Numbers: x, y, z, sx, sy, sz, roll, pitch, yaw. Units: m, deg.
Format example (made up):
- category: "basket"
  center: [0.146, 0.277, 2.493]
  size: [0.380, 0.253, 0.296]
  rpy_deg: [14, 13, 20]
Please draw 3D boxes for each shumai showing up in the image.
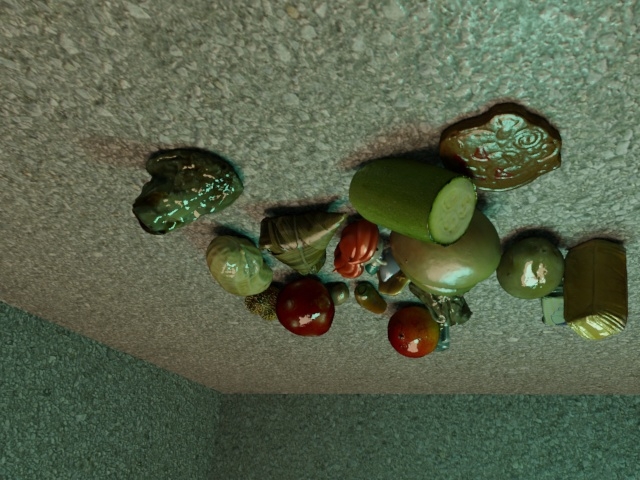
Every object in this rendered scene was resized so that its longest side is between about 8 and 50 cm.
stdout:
- category: "shumai"
  center: [0.407, 0.207, 1.919]
  size: [0.218, 0.185, 0.184]
  rpy_deg: [-1, 152, 15]
- category: "shumai"
  center: [-0.344, -0.101, 1.481]
  size: [0.272, 0.203, 0.222]
  rpy_deg: [-2, 153, 8]

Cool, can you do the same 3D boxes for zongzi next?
- category: "zongzi"
  center: [0.000, 0.000, 1.692]
  size: [0.289, 0.134, 0.286]
  rpy_deg: [-16, 152, 24]

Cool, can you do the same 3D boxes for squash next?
- category: "squash"
  center: [0.223, -0.105, 1.377]
  size: [0.261, 0.189, 0.189]
  rpy_deg: [24, 172, 46]

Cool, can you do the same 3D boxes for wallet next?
- category: "wallet"
  center: [0.889, 0.233, 1.982]
  size: [0.224, 0.077, 0.309]
  rpy_deg: [-2, 154, 24]

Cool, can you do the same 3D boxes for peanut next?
- category: "peanut"
  center: [-0.275, 0.090, 1.888]
  size: [0.158, 0.174, 0.340]
  rpy_deg: [36, 162, 22]
- category: "peanut"
  center: [0.062, 0.212, 2.139]
  size: [0.076, 0.076, 0.152]
  rpy_deg: [13, 150, -12]

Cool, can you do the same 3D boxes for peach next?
- category: "peach"
  center: [-0.052, 0.254, 2.078]
  size: [0.244, 0.199, 0.243]
  rpy_deg: [32, 145, 26]
- category: "peach"
  center: [0.331, 0.018, 1.521]
  size: [0.293, 0.247, 0.292]
  rpy_deg: [28, 170, 6]

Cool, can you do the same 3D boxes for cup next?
- category: "cup"
  center: [0.483, 0.385, 2.312]
  size: [0.095, 0.129, 0.128]
  rpy_deg: [17, 151, -21]

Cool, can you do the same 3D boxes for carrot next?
- category: "carrot"
  center: [0.189, 0.226, 2.121]
  size: [0.087, 0.087, 0.193]
  rpy_deg: [-7, 148, 25]

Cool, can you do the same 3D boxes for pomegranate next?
- category: "pomegranate"
  center: [0.376, 0.353, 2.214]
  size: [0.235, 0.210, 0.210]
  rpy_deg: [-27, 165, -25]

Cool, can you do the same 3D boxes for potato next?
- category: "potato"
  center: [0.619, 0.083, 1.662]
  size: [0.178, 0.160, 0.235]
  rpy_deg: [-12, 139, -4]

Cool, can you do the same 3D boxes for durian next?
- category: "durian"
  center: [-0.208, 0.238, 2.192]
  size: [0.158, 0.136, 0.168]
  rpy_deg: [23, 135, -23]

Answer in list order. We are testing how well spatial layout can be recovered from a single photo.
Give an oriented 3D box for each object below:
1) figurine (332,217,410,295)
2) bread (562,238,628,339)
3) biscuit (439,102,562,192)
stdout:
- category: "figurine"
  center: [0.142, 0.048, 1.697]
  size: [0.257, 0.180, 0.208]
  rpy_deg: [37, 170, -34]
- category: "bread"
  center: [0.781, 0.136, 1.596]
  size: [0.119, 0.288, 0.152]
  rpy_deg: [27, 147, -16]
- category: "biscuit"
  center: [0.411, -0.196, 1.288]
  size: [0.273, 0.049, 0.257]
  rpy_deg: [26, 147, -36]
